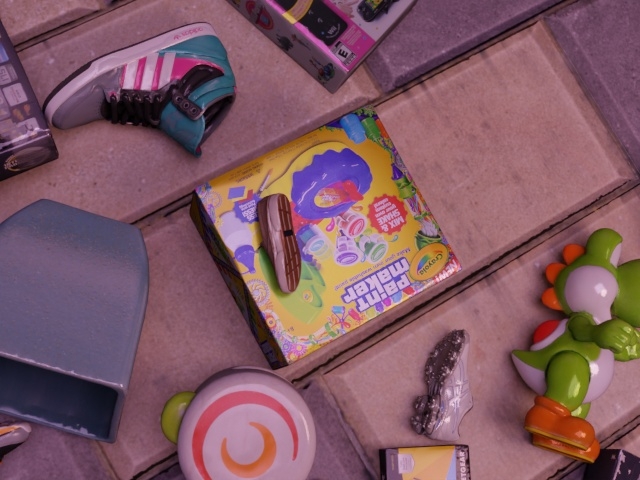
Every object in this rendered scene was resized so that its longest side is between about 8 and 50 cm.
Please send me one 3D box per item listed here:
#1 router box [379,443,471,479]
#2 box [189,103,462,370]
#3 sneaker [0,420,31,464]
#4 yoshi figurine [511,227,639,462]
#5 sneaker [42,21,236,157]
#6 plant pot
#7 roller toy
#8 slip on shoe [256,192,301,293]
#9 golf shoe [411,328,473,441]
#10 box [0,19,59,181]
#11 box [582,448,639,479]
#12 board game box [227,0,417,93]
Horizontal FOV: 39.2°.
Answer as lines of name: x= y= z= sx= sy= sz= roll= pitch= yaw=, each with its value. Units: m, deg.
router box: x=0.160 y=0.400 z=1.348 sx=0.133 sy=0.046 sz=0.179 roll=-1 pitch=79 yaw=-11
box: x=0.000 y=0.000 z=1.331 sx=0.290 sy=0.177 sz=0.279 roll=-28 pitch=86 yaw=-14
sneaker: x=-0.487 y=0.317 z=1.224 sx=0.215 sy=0.084 sz=0.083 roll=-30 pitch=88 yaw=-6
yoshi figurine: x=0.448 y=0.158 z=1.391 sx=0.203 sy=0.203 sz=0.362 roll=27 pitch=72 yaw=-21
sneaker: x=-0.249 y=-0.195 z=1.355 sx=0.295 sy=0.124 sz=0.178 roll=-29 pitch=76 yaw=-16
plant pot: x=-0.353 y=0.093 z=1.215 sx=0.248 sy=0.247 sz=0.252 roll=17 pitch=59 yaw=-7
roller toy: x=-0.103 y=0.278 z=1.270 sx=0.191 sy=0.146 sz=0.209 roll=-28 pitch=91 yaw=-6
slip on shoe: x=-0.059 y=0.005 z=1.209 sx=0.041 sy=0.051 sz=0.135 roll=-10 pitch=89 yaw=28
golf shoe: x=0.204 y=0.227 z=1.394 sx=0.086 sy=0.069 sz=0.176 roll=28 pitch=77 yaw=-25
box: x=-0.598 y=-0.237 z=1.280 sx=0.318 sy=0.097 sz=0.395 roll=-23 pitch=75 yaw=-16
box: x=0.485 y=0.422 z=1.383 sx=0.158 sy=0.093 sz=0.156 roll=25 pitch=75 yaw=-6
board game box: x=-0.014 y=-0.426 z=1.457 sx=0.303 sy=0.097 sz=0.224 roll=40 pitch=74 yaw=0
